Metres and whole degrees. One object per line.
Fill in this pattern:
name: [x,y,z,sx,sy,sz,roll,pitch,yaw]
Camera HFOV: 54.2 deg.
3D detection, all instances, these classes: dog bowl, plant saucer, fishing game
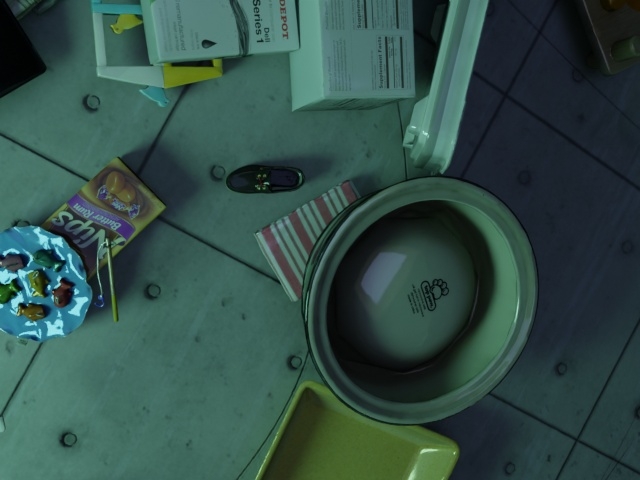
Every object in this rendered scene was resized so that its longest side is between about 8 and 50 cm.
dog bowl: [0.150,0.090,1.050,0.407,0.150,0.408,-3,101,-17]
plant saucer: [0.036,0.441,1.108,0.332,0.081,0.333,26,89,-15]
fishing game: [-0.437,0.072,0.934,0.264,0.041,0.189,4,107,-2]

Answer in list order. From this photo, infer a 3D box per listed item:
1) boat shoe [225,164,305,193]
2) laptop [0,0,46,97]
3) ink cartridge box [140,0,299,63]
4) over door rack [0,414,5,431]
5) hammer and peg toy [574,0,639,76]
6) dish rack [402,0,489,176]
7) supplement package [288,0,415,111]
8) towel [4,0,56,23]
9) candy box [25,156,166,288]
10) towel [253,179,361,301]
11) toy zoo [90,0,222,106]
boat shoe: [-0.091,-0.102,1.041,0.133,0.042,0.049,-4,99,-13]
laptop: [-0.674,-0.287,0.805,0.407,0.236,0.382,-14,122,18]
ink cartridge box: [-0.150,-0.353,0.930,0.219,0.092,0.160,-12,106,-22]
over door rack: [-0.569,0.412,0.887,0.239,0.108,0.324,0,97,13]
hammer and peg toy: [0.618,-0.491,1.144,0.361,0.127,0.266,-28,100,-11]
dish rack: [0.196,-0.270,0.991,0.072,0.285,0.333,14,92,5]
supplement package: [0.037,-0.340,0.966,0.145,0.204,0.262,-4,97,-15]
towel: [-0.463,-0.510,0.906,0.312,0.056,0.324,-45,102,-10]
candy box: [-0.345,-0.029,0.976,0.186,0.053,0.109,-44,105,-5]
towel: [0.000,0.000,1.083,0.197,0.029,0.144,-30,105,-10]
toy zoo: [-0.249,-0.354,0.954,0.192,0.030,0.293,-7,104,-23]
